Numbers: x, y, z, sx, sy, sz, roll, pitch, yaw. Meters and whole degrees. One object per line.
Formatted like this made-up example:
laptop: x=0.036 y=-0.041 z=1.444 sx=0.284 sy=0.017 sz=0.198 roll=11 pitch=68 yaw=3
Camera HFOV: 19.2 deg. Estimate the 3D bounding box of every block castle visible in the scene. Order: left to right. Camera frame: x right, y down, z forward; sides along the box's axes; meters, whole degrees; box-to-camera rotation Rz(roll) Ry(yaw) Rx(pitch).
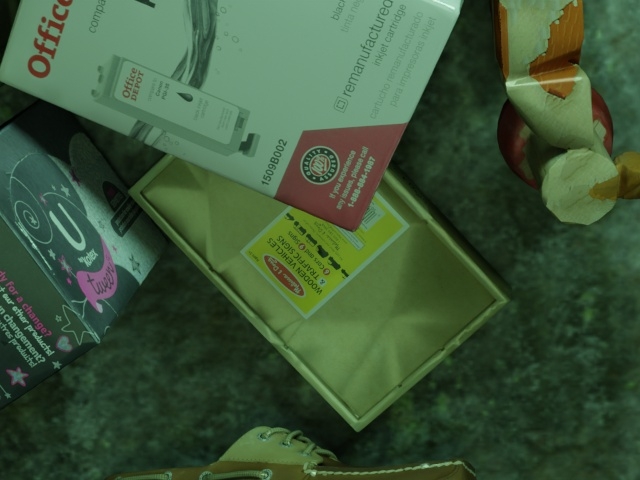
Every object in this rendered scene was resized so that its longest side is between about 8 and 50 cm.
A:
block castle: x=0.257 y=-0.245 z=1.288 sx=0.303 sy=0.213 sz=0.453 roll=-5 pitch=109 yaw=1

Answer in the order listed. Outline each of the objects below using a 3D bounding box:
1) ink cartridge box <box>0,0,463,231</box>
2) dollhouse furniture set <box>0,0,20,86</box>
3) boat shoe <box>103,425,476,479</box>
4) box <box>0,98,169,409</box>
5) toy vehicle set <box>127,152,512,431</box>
ink cartridge box: x=-0.061 y=-0.160 z=1.324 sx=0.283 sy=0.117 sz=0.207 roll=22 pitch=126 yaw=-3
dollhouse furniture set: x=-0.316 y=-0.244 z=1.363 sx=0.151 sy=0.197 sz=0.301 roll=-6 pitch=104 yaw=8
boat shoe: x=-0.040 y=0.203 z=1.485 sx=0.324 sy=0.122 sz=0.120 roll=-12 pitch=64 yaw=14
box: x=-0.229 y=0.011 z=1.395 sx=0.142 sy=0.247 sz=0.163 roll=-34 pitch=99 yaw=16
toy vehicle set: x=0.000 y=0.000 z=1.473 sx=0.166 sy=0.035 sz=0.267 roll=-41 pitch=97 yaw=16
